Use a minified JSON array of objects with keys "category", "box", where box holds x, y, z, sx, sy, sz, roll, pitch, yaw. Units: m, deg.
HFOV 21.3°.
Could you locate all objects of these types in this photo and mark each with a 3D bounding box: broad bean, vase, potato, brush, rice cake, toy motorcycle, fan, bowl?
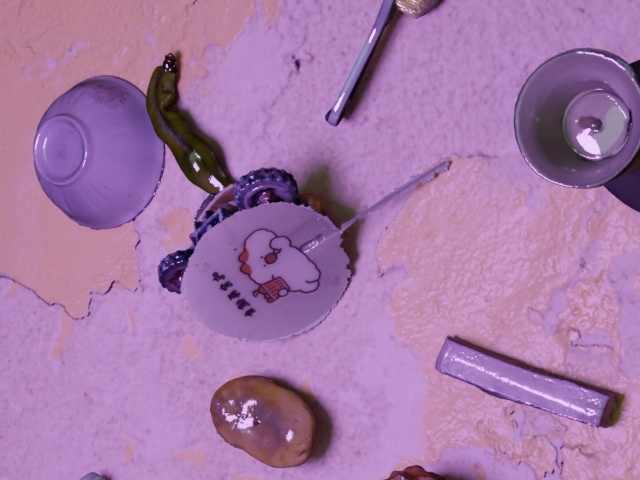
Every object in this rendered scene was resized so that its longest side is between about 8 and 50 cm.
[{"category":"broad bean","box":[-0.161,-0.123,1.984,0.061,0.046,0.195,-32,73,29]},{"category":"vase","box":[0.294,-0.099,1.554,0.173,0.321,0.173,0,91,31]},{"category":"potato","box":[-0.061,0.204,1.911,0.138,0.070,0.091,26,98,26]},{"category":"brush","box":[0.091,-0.246,1.832,0.060,0.068,0.297,27,109,5]},{"category":"rice cake","box":[0.210,0.148,1.772,0.206,0.036,0.047,17,87,30]},{"category":"toy motorcycle","box":[-0.081,0.002,1.906,0.229,0.130,0.094,-43,46,37]},{"category":"fan","box":[0.000,0.000,1.851,0.329,0.191,0.009,-33,36,9]},{"category":"bowl","box":[-0.287,-0.105,2.035,0.189,0.086,0.189,0,91,31]}]

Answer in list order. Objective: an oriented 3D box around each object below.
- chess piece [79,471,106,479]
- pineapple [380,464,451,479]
[{"category":"chess piece","box":[-0.252,0.331,2.034,0.103,0.067,0.067,33,107,17]},{"category":"pineapple","box":[0.116,0.336,1.762,0.193,0.166,0.166,46,112,23]}]
